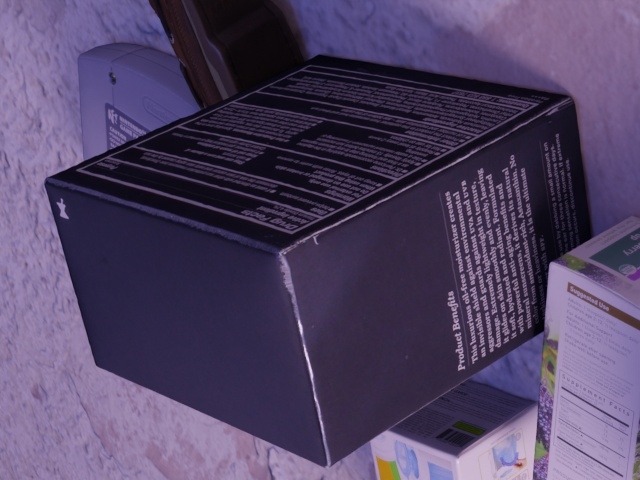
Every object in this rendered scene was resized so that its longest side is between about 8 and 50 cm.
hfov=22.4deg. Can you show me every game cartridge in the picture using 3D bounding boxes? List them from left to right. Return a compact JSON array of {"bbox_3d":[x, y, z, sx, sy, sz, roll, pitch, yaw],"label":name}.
[{"bbox_3d":[-0.131,-0.074,1.583,0.294,0.060,0.196,34,140,35],"label":"game cartridge"}]

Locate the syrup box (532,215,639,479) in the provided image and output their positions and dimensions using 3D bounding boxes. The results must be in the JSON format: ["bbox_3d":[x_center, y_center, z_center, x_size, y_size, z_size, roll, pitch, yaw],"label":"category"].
[{"bbox_3d":[0.227,0.111,1.201,0.096,0.093,0.236,30,134,39],"label":"syrup box"}]

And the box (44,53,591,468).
[{"bbox_3d":[0.000,0.000,1.246,0.296,0.294,0.182,16,125,48],"label":"box"}]

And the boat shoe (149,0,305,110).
[{"bbox_3d":[-0.110,-0.231,1.395,0.104,0.111,0.307,3,114,53],"label":"boat shoe"}]

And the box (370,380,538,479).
[{"bbox_3d":[0.128,0.236,1.407,0.114,0.103,0.203,15,124,47],"label":"box"}]
